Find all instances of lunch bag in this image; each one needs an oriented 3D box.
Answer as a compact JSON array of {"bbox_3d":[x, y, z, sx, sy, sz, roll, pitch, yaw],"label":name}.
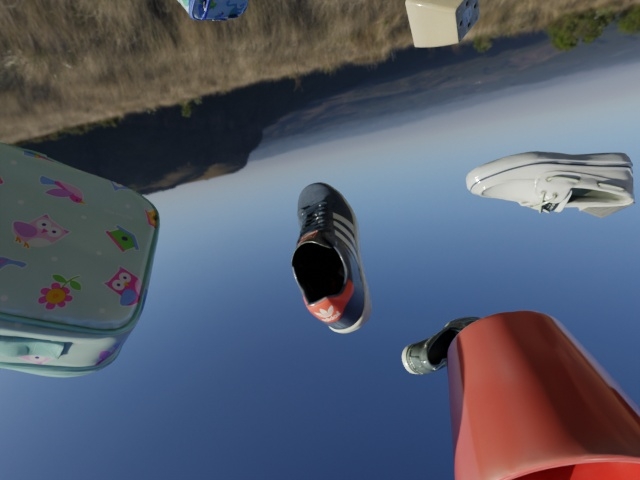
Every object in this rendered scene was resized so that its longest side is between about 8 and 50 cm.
[{"bbox_3d":[-0.319,0.014,0.401,0.108,0.279,0.224,-46,-142,36],"label":"lunch bag"},{"bbox_3d":[-0.235,-0.621,0.928,0.176,0.090,0.219,-30,167,-42],"label":"lunch bag"}]

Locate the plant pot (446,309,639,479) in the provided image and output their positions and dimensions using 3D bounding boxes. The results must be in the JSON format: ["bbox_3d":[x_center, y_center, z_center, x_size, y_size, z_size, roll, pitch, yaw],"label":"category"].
[{"bbox_3d":[0.303,0.253,0.574,0.275,0.275,0.243,-11,-144,9],"label":"plant pot"}]

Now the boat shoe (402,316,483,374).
[{"bbox_3d":[0.380,0.291,1.139,0.319,0.116,0.099,-14,166,-27],"label":"boat shoe"}]

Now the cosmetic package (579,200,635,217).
[{"bbox_3d":[0.487,-0.075,0.698,0.115,0.041,0.060,7,149,-41],"label":"cosmetic package"}]

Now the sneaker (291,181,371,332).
[{"bbox_3d":[0.000,0.000,0.791,0.131,0.148,0.350,-32,-128,20],"label":"sneaker"}]

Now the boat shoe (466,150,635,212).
[{"bbox_3d":[0.329,-0.077,0.574,0.226,0.076,0.083,-6,158,8],"label":"boat shoe"}]

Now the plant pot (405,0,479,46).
[{"bbox_3d":[0.246,-0.447,0.786,0.096,0.109,0.109,34,-99,34],"label":"plant pot"}]
